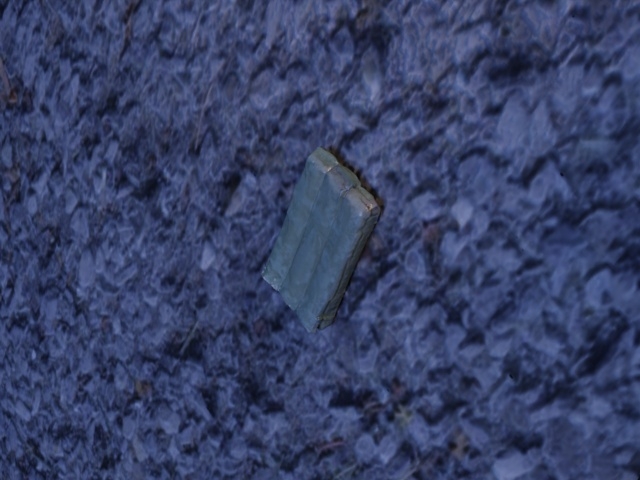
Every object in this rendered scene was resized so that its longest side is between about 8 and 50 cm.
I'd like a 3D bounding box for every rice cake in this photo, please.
[{"bbox_3d":[0.000,0.000,1.294,0.124,0.038,0.211,49,134,23],"label":"rice cake"}]

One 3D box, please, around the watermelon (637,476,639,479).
[{"bbox_3d":[0.328,0.237,0.988,0.092,0.084,0.072,-25,75,29],"label":"watermelon"}]
